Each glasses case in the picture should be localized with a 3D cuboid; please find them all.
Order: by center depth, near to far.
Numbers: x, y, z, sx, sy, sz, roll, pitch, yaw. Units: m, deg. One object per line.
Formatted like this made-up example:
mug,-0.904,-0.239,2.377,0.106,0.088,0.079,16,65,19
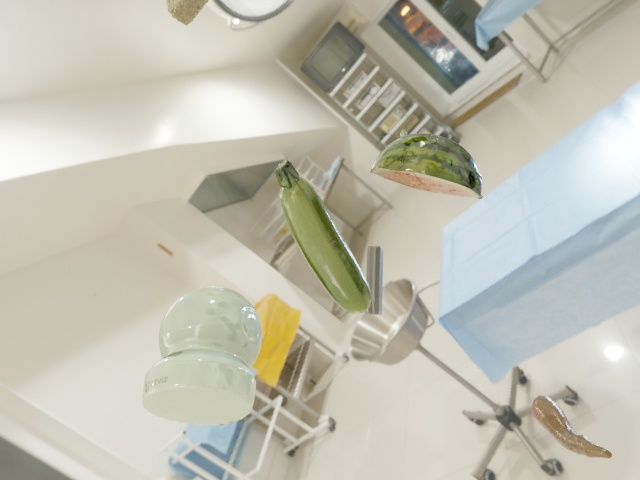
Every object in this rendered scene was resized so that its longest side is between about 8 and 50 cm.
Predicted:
glasses case,0.150,0.109,1.291,0.072,0.042,0.190,20,-109,-66

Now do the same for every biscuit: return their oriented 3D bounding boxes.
biscuit,-0.345,-0.665,1.273,0.168,0.082,0.070,-35,53,24

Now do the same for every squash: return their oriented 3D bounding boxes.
squash,0.000,0.000,0.699,0.066,0.252,0.066,-28,7,4

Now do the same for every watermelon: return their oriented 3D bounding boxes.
watermelon,0.144,-0.109,0.637,0.087,0.163,0.068,26,-99,-72

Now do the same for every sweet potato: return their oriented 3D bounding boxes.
sweet potato,0.422,0.326,0.816,0.050,0.050,0.214,-50,4,5

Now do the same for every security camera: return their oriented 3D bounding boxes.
security camera,-0.206,0.192,0.856,0.194,0.195,0.236,-41,37,36

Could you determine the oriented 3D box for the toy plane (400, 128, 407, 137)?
toy plane,0.249,-0.288,1.397,0.080,0.083,0.033,-15,26,-25
